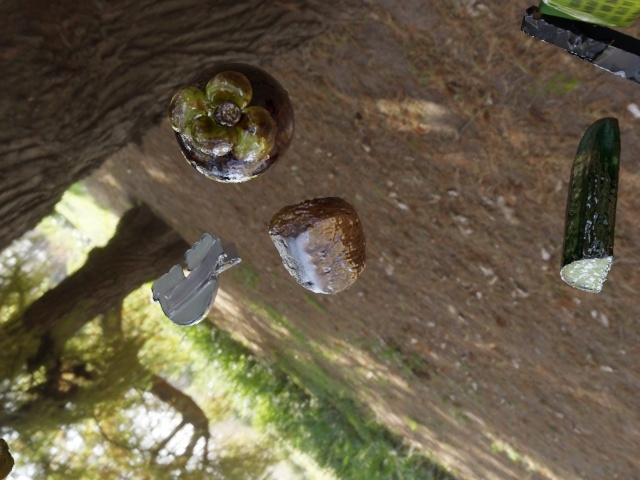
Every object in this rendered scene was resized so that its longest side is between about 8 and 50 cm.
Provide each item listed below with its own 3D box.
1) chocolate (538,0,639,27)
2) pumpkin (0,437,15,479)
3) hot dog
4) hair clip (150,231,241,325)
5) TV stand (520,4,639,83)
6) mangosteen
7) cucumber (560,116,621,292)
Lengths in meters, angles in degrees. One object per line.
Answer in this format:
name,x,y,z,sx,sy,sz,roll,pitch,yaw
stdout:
chocolate,0.369,-0.406,0.700,0.136,0.301,0.288,25,-166,11
pumpkin,-0.329,0.261,0.511,0.249,0.216,0.250,23,145,17
hot dog,-0.002,0.003,1.089,0.227,0.160,0.099,73,-176,-55
hair clip,-0.229,0.074,1.130,0.054,0.220,0.140,17,-142,-49
TV stand,0.395,-0.263,0.864,0.249,0.042,0.036,33,153,23
mangosteen,-0.136,-0.187,0.966,0.192,0.192,0.217,44,176,3
cucumber,0.382,-0.060,0.889,0.063,0.244,0.115,8,163,16
